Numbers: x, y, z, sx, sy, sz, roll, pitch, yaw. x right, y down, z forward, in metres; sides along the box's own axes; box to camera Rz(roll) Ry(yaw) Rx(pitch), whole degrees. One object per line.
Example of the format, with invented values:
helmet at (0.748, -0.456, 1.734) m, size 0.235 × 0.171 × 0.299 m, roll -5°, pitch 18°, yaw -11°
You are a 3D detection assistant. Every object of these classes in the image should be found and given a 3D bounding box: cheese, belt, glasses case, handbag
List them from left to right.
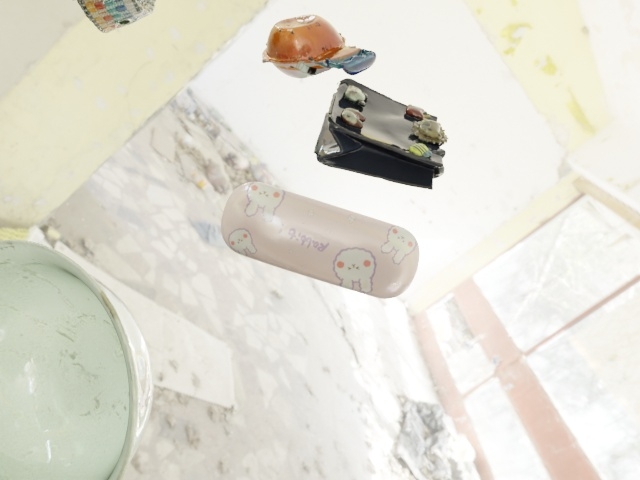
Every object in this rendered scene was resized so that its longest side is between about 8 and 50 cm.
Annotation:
belt at (-0.508, -0.616, 1.301) m, size 0.206 × 0.161 × 0.294 m, roll 71°, pitch 5°, yaw -53°
cheese at (-0.013, -0.451, 1.293) m, size 0.329 × 0.217 × 0.129 m, roll 32°, pitch -35°, yaw 42°
glasses case at (0.000, 0.000, 0.808) m, size 0.297 × 0.113 × 0.075 m, roll 17°, pitch 4°, yaw 1°
handbag at (0.168, -0.278, 1.408) m, size 0.330 × 0.121 × 0.303 m, roll 16°, pitch 38°, yaw -3°

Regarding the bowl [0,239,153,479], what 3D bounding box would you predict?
bowl at (-0.403, 0.216, 0.842) m, size 0.434 × 0.435 × 0.196 m, roll 54°, pitch 14°, yaw 14°
